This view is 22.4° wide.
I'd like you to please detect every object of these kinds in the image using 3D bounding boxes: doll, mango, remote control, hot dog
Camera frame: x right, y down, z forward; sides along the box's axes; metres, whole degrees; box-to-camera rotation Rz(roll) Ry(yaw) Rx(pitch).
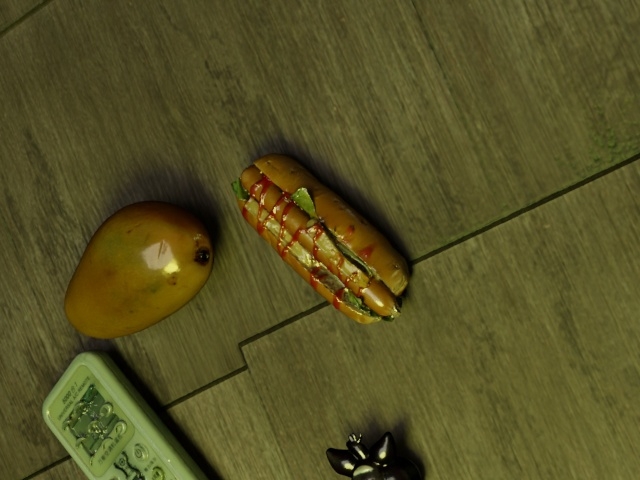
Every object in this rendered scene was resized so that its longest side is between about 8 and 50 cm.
[{"bbox_3d":[0.082,0.310,1.777,0.091,0.067,0.219,-22,90,30],"label":"doll"},{"bbox_3d":[-0.223,0.036,1.916,0.253,0.113,0.138,-32,83,40],"label":"mango"},{"bbox_3d":[-0.206,0.285,1.964,0.335,0.065,0.128,48,121,19],"label":"remote control"},{"bbox_3d":[0.000,0.000,1.784,0.250,0.076,0.104,46,117,22],"label":"hot dog"}]
